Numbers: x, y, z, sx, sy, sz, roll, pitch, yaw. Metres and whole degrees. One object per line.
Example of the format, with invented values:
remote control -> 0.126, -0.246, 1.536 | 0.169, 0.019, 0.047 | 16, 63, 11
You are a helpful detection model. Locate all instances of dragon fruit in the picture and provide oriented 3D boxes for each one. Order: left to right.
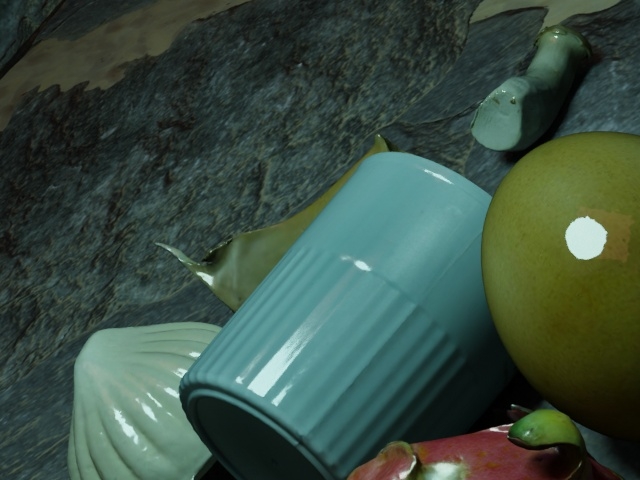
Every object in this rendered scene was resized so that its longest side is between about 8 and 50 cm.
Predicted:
dragon fruit -> 0.122, 0.254, 1.612 | 0.305, 0.226, 0.305 | -31, 23, 15

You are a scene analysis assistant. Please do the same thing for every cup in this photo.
cup -> 0.025, 0.108, 1.973 | 0.311, 0.257, 0.331 | -48, 28, -24

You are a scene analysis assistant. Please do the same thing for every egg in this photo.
egg -> 0.271, 0.034, 1.761 | 0.250, 0.250, 0.322 | -35, 48, 0

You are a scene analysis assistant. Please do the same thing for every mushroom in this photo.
mushroom -> 0.263, -0.186, 2.417 | 0.081, 0.092, 0.223 | -9, 26, 42

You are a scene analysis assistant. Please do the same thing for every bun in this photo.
bun -> -0.197, 0.176, 2.174 | 0.263, 0.175, 0.263 | -43, 10, 9

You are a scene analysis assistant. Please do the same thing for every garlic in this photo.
garlic -> -0.002, 0.016, 2.266 | 0.338, 0.196, 0.151 | -25, 10, 28
